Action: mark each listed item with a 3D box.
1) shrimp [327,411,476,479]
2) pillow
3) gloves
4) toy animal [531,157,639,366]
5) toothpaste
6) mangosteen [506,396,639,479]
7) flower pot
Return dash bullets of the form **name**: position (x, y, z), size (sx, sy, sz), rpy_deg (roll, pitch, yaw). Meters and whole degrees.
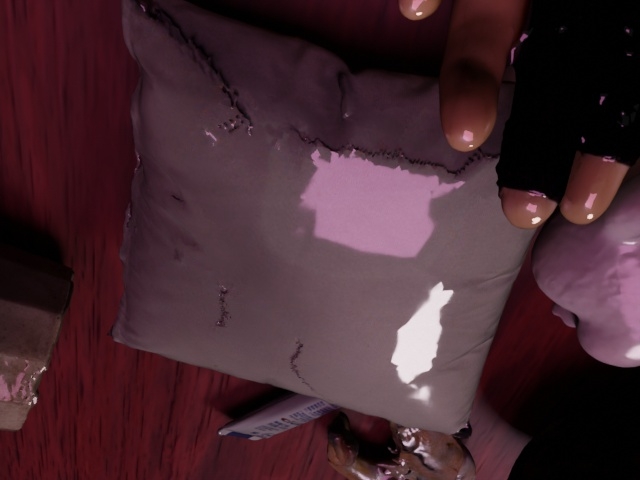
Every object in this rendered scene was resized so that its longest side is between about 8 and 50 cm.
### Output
- **shrimp**: position (0.068, 0.206, 0.691), size (0.145, 0.059, 0.254), rpy_deg (-14, 139, 25)
- **pillow**: position (0.000, 0.000, 0.490), size (0.312, 0.119, 0.310), rpy_deg (15, 121, 3)
- **gloves**: position (0.128, -0.149, 0.319), size (0.197, 0.152, 0.301), rpy_deg (15, 110, 36)
- **toy animal**: position (0.257, 0.005, 0.470), size (0.193, 0.127, 0.178), rpy_deg (19, 127, -8)
- **toothpaste**: position (-0.013, 0.162, 0.687), size (0.216, 0.037, 0.062), rpy_deg (-33, 136, 30)
- **mangosteen**: position (0.294, 0.274, 0.583), size (0.288, 0.288, 0.288), rpy_deg (3, 130, 4)
- **flower pot**: position (-0.325, 0.070, 0.554), size (0.203, 0.212, 0.212), rpy_deg (21, 129, -23)
